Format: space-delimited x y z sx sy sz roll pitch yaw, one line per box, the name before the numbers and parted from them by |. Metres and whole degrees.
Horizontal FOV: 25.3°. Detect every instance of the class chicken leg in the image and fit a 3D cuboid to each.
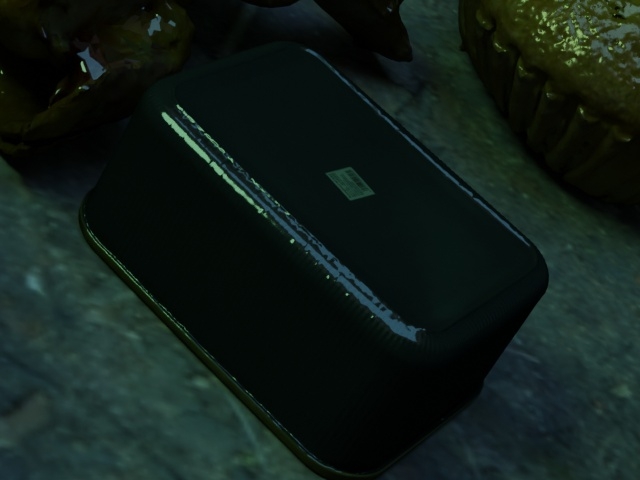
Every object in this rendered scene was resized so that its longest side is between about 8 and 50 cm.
chicken leg | -0.086 -0.162 0.753 0.409 0.182 0.295 29 65 -49

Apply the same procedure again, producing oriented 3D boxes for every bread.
bread | 0.189 -0.124 0.913 0.240 0.139 0.240 19 39 -16

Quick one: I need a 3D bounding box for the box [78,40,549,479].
box | 0.000 0.000 0.687 0.201 0.090 0.144 44 38 17
